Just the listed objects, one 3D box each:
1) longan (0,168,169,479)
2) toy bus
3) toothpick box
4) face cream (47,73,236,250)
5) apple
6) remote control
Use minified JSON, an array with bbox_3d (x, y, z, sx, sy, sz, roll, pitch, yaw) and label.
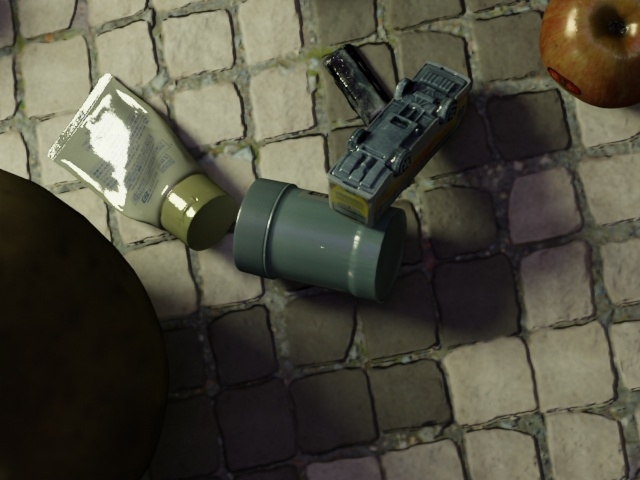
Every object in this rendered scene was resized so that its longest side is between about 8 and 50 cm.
[{"bbox_3d":[-0.339,0.109,1.737,0.336,0.404,0.404,-44,73,16],"label":"longan"},{"bbox_3d":[0.080,-0.096,1.763,0.064,0.075,0.190,26,52,22],"label":"toy bus"},{"bbox_3d":[0.000,0.000,1.798,0.153,0.101,0.101,13,86,15],"label":"toothpick box"},{"bbox_3d":[-0.188,-0.079,1.890,0.224,0.070,0.114,37,92,29],"label":"face cream"},{"bbox_3d":[0.287,-0.203,1.732,0.146,0.131,0.146,-1,83,10],"label":"apple"},{"bbox_3d":[0.040,-0.162,1.855,0.039,0.014,0.096,-36,74,8],"label":"remote control"}]
